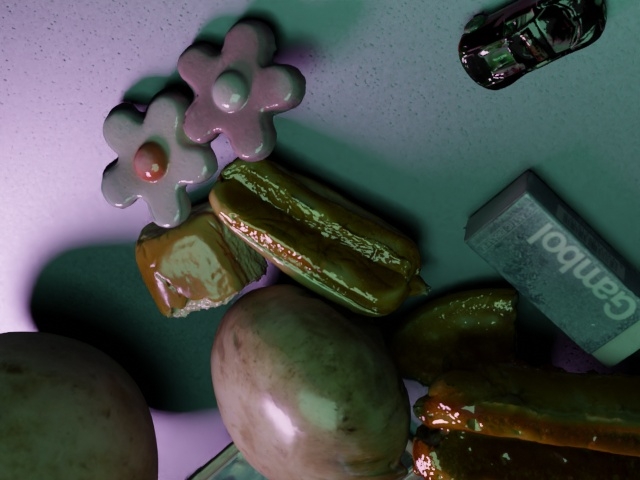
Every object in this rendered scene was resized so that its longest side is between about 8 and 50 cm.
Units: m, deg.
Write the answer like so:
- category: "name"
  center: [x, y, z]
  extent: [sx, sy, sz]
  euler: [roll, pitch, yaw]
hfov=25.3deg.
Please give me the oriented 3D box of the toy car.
- category: "toy car"
  center: [0.194, -0.188, 1.309]
  extent: [0.142, 0.055, 0.069]
  euler: [-25, 116, 28]

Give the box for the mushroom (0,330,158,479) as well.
- category: "mushroom"
  center: [-0.338, 0.254, 1.620]
  extent: [0.297, 0.298, 0.290]
  euler: [38, 156, -10]

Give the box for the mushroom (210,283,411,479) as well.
- category: "mushroom"
  center: [-0.005, 0.161, 1.491]
  extent: [0.254, 0.184, 0.255]
  euler: [21, 130, 27]

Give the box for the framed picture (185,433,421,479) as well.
- category: "framed picture"
  center: [-0.017, 0.271, 1.640]
  extent: [0.250, 0.016, 0.184]
  euler: [-41, 104, 15]

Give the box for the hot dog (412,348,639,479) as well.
- category: "hot dog"
  center: [0.260, 0.200, 1.473]
  extent: [0.348, 0.117, 0.158]
  euler: [8, 116, -11]

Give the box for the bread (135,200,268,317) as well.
- category: "bread"
  center: [-0.134, 0.023, 1.512]
  extent: [0.125, 0.082, 0.106]
  euler: [-17, 122, 27]

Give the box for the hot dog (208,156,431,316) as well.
- category: "hot dog"
  center: [0.000, 0.000, 1.463]
  extent: [0.249, 0.102, 0.076]
  euler: [29, 165, -2]

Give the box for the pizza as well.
- category: "pizza"
  center: [0.172, 0.124, 1.521]
  extent: [0.176, 0.036, 0.184]
  euler: [42, 125, -10]

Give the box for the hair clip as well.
- category: "hair clip"
  center: [-0.122, -0.113, 1.420]
  extent: [0.257, 0.075, 0.146]
  euler: [-37, 69, 34]

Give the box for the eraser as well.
- category: "eraser"
  center: [0.251, 0.032, 1.437]
  extent: [0.212, 0.046, 0.092]
  euler: [41, 122, -12]
